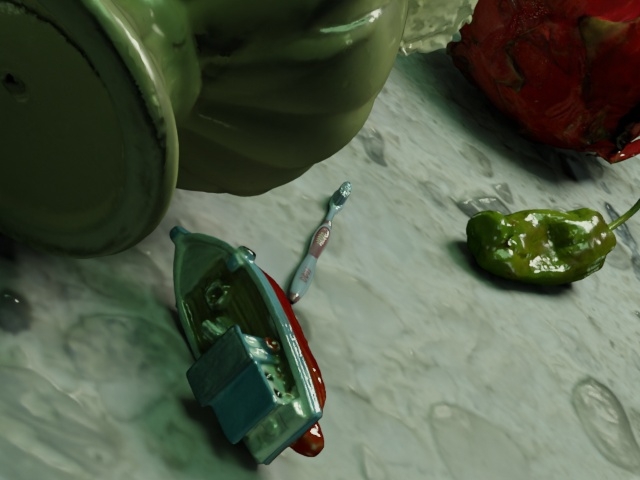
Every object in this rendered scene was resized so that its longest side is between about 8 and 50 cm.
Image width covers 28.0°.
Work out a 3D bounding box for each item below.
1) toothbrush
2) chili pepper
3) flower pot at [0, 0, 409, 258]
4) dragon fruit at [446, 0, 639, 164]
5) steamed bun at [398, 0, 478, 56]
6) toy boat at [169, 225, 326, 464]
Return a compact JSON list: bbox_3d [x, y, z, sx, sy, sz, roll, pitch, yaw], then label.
[{"bbox_3d":[0.000,0.000,0.984,0.013,0.019,0.193,34,30,-5],"label":"toothbrush"},{"bbox_3d":[0.217,0.005,1.165,0.204,0.073,0.072,-2,63,-34],"label":"chili pepper"},{"bbox_3d":[-0.120,-0.138,0.793,0.307,0.307,0.244,39,46,5],"label":"flower pot"},{"bbox_3d":[0.296,-0.230,1.395,0.302,0.295,0.296,30,21,32],"label":"dragon fruit"},{"bbox_3d":[-0.023,-0.305,1.199,0.334,0.233,0.312,32,25,-28],"label":"steamed bun"},{"bbox_3d":[-0.052,0.058,0.780,0.059,0.069,0.173,20,34,-46],"label":"toy boat"}]
